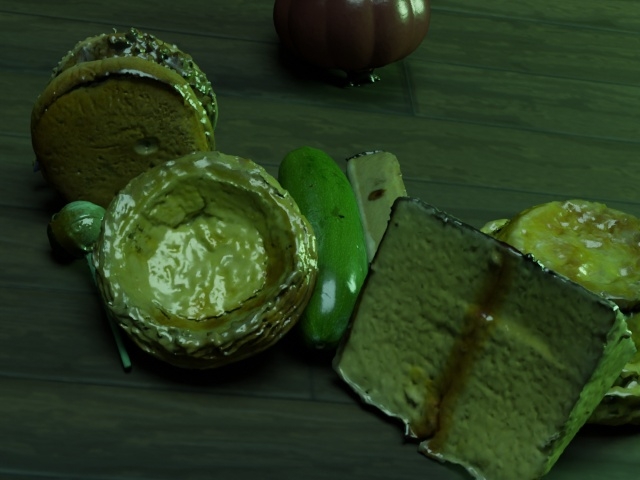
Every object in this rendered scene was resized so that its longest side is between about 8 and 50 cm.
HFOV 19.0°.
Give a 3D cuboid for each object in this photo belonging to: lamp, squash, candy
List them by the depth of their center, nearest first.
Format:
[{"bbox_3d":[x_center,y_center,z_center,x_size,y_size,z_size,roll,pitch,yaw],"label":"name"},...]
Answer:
[{"bbox_3d":[-0.204,0.043,1.758,0.061,0.061,0.202,-5,48,-22],"label":"candy"},{"bbox_3d":[0.002,0.000,1.838,0.082,0.082,0.292,6,37,-9],"label":"squash"},{"bbox_3d":[0.036,-0.248,2.143,0.182,0.140,0.182,-1,22,0],"label":"lamp"}]

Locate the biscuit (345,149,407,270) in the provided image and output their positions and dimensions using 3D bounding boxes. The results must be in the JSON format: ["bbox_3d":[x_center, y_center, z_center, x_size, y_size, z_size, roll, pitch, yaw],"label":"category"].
[{"bbox_3d":[0.062,-0.020,1.908,0.056,0.052,0.188,-6,38,-5],"label":"biscuit"}]

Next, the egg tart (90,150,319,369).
[{"bbox_3d":[-0.104,0.024,1.736,0.212,0.090,0.212,1,62,-1],"label":"egg tart"}]

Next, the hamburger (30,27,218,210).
[{"bbox_3d":[-0.189,-0.119,1.847,0.182,0.191,0.118,-2,36,-8],"label":"hamburger"}]

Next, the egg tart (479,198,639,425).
[{"bbox_3d":[0.247,0.050,1.811,0.294,0.123,0.294,9,35,-6],"label":"egg tart"}]

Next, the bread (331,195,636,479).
[{"bbox_3d":[0.126,0.097,1.652,0.240,0.135,0.178,30,78,25],"label":"bread"}]
